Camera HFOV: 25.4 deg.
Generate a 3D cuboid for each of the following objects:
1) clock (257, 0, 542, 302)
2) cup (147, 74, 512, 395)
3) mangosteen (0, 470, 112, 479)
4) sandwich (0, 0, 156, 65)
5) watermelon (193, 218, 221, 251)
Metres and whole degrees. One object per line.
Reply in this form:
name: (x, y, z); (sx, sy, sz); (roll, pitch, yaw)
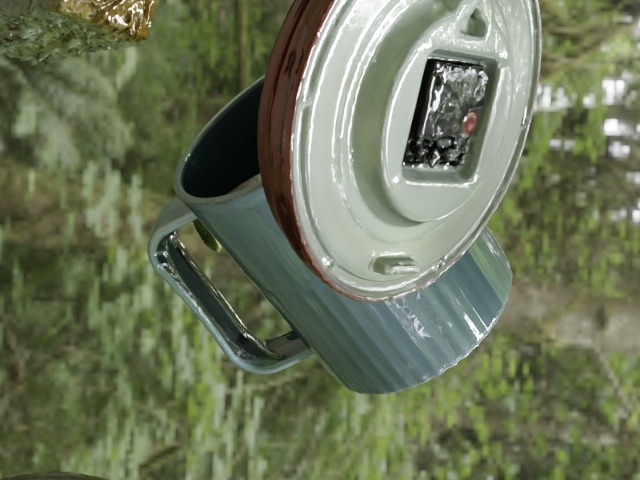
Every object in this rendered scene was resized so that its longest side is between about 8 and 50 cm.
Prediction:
clock: (0.079, -0.104, 1.111); (0.080, 0.318, 0.319); (23, -60, 39)
cup: (0.009, 0.005, 1.543); (0.311, 0.331, 0.257); (53, -5, -27)
mangosteen: (-0.260, 0.354, 1.187); (0.381, 0.421, 0.381); (-48, 178, -2)
sandwich: (-0.256, -0.322, 1.317); (0.131, 0.262, 0.325); (1, 114, -52)
watermelon: (-0.119, -0.088, 1.833); (0.075, 0.092, 0.181); (-15, -135, 62)
